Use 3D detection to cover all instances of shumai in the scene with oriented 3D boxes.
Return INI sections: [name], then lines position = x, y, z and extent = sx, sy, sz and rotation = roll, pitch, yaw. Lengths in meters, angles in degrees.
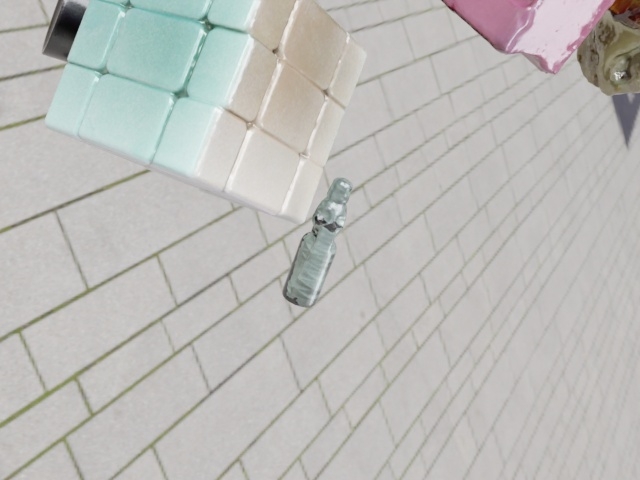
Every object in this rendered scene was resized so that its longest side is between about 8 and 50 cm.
[shumai]
position = 0.452, -0.312, 1.116
extent = 0.120, 0.201, 0.201
rotation = 26, 58, -43

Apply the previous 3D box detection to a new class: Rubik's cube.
[Rubik's cube]
position = -0.167, -0.239, 1.205
extent = 0.319, 0.322, 0.315
rotation = 23, 86, -60

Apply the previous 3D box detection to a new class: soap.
[soap]
position = 0.217, -0.392, 0.929
extent = 0.128, 0.233, 0.359
rotation = 12, 33, -40

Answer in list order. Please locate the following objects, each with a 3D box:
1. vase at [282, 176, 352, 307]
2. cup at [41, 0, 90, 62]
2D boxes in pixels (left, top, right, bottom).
[vase]
position = 0.000, 0.000, 1.200
extent = 0.060, 0.060, 0.211
rotation = -5, 120, -57
[cup]
position = -0.412, -0.357, 1.429
extent = 0.177, 0.239, 0.166
rotation = 19, 31, -27
